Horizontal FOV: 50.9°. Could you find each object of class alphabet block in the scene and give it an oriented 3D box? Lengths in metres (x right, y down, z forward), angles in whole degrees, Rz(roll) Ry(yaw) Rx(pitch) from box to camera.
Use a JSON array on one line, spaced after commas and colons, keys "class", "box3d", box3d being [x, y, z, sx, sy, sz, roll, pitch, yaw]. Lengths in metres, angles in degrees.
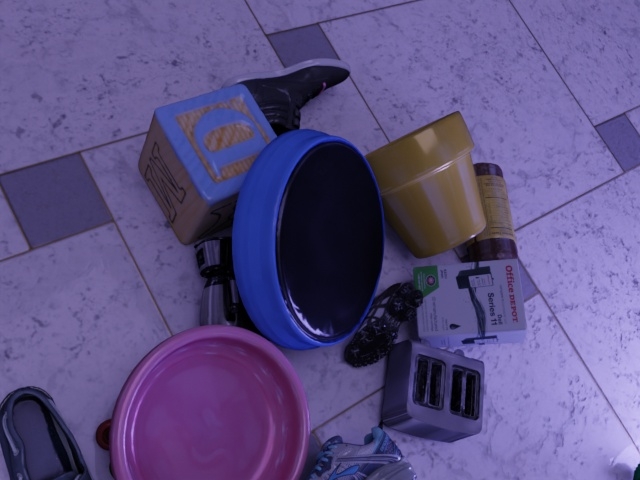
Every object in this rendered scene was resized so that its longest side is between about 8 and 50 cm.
[{"class": "alphabet block", "box3d": [-0.196, -0.136, 1.224, 0.192, 0.197, 0.193, -24, 79, -31]}]

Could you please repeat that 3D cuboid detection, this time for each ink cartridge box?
[{"class": "ink cartridge box", "box3d": [0.295, 0.126, 1.332, 0.208, 0.087, 0.153, -6, 65, 10]}]

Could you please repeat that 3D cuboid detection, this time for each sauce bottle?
[{"class": "sauce bottle", "box3d": [0.370, 0.003, 1.467, 0.111, 0.111, 0.344, 7, 67, -21]}]

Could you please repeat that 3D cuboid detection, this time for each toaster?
[{"class": "toaster", "box3d": [0.208, 0.288, 1.263, 0.168, 0.110, 0.186, 19, 61, -15]}]

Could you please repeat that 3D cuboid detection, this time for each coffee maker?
[{"class": "coffee maker", "box3d": [-0.142, 0.092, 1.208, 0.171, 0.120, 0.178, 19, 59, -45]}]

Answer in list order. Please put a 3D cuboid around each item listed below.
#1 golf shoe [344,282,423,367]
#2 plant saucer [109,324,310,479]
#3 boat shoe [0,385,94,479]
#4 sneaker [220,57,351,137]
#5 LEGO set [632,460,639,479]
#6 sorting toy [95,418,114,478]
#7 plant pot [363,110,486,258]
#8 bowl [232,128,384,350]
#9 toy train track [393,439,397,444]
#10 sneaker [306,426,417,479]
[{"class": "golf shoe", "box3d": [0.114, 0.162, 1.308, 0.198, 0.094, 0.077, -45, 109, -9]}, {"class": "plant saucer", "box3d": [-0.175, 0.303, 1.069, 0.332, 0.084, 0.332, 8, 75, -32]}, {"class": "boat shoe", "box3d": [-0.387, 0.361, 0.971, 0.116, 0.099, 0.319, -18, 75, -30]}, {"class": "sneaker", "box3d": [-0.050, -0.288, 1.419, 0.295, 0.104, 0.147, -18, 77, -23]}, {"class": "LEGO set", "box3d": [0.728, 0.573, 1.284, 0.192, 0.255, 0.331, 22, 51, 5]}, {"class": "sorting toy", "box3d": [-0.312, 0.326, 1.061, 0.061, 0.042, 0.102, -25, 91, -15]}, {"class": "plant pot", "box3d": [0.217, -0.104, 1.379, 0.254, 0.254, 0.239, -30, 96, -31]}, {"class": "bowl", "box3d": [0.000, 0.000, 1.184, 0.391, 0.077, 0.391, -6, 97, -57]}, {"class": "toy train track", "box3d": [0.148, 0.410, 1.238, 0.048, 0.014, 0.083, -8, 70, -27]}, {"class": "sneaker", "box3d": [0.017, 0.395, 1.097, 0.283, 0.110, 0.122, -13, 61, -35]}]
